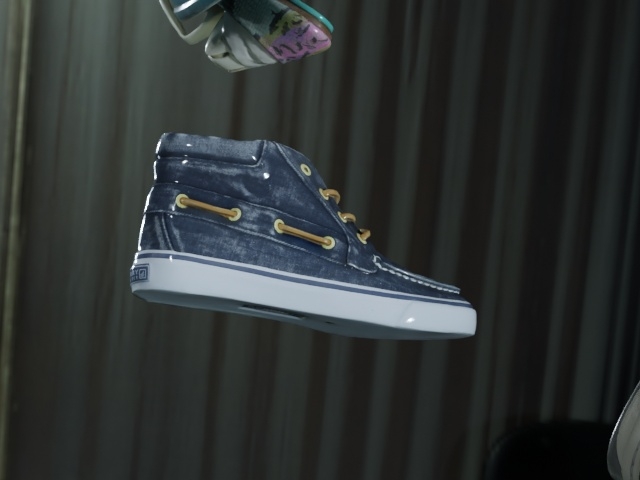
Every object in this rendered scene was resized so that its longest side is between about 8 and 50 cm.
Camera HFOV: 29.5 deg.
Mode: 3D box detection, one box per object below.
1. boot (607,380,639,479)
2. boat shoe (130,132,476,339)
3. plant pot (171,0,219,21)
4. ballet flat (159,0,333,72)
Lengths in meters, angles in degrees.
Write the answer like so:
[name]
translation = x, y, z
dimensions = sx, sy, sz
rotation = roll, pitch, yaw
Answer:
[boot]
translation = 0.289, 0.076, 0.675
dimensions = 0.178, 0.236, 0.085
rotation = 33, 4, 41
[boat shoe]
translation = 0.000, 0.000, 0.608
dimensions = 0.183, 0.083, 0.065
rotation = 12, -13, -22
[plant pot]
translation = -0.065, -0.331, 0.809
dimensions = 0.271, 0.255, 0.272
rotation = -35, 15, 11
[ballet flat]
translation = -0.077, -0.187, 0.999
dimensions = 0.221, 0.079, 0.077
rotation = 39, -3, 39
